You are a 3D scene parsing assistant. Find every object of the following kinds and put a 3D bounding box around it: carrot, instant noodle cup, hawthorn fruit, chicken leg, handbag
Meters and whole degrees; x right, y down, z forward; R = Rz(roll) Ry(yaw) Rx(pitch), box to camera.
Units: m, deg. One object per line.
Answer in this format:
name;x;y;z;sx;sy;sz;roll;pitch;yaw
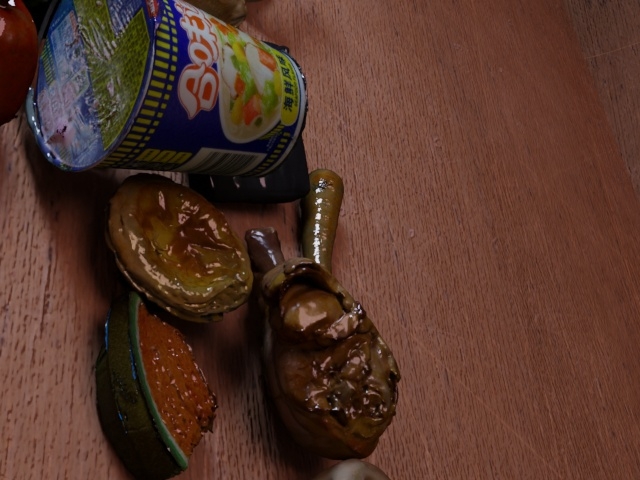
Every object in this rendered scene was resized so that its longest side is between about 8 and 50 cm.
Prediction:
carrot;0.000;0.000;1.783;0.078;0.078;0.298;32;41;-31
instant noodle cup;-0.189;-0.203;1.455;0.312;0.284;0.284;10;51;-46
hawthorn fruit;-0.428;-0.242;1.324;0.185;0.202;0.185;32;30;-21
chicken leg;-0.024;0.096;1.504;0.295;0.182;0.409;71;-4;-47
handbag;-0.130;-0.192;1.718;0.244;0.088;0.275;-2;84;-49

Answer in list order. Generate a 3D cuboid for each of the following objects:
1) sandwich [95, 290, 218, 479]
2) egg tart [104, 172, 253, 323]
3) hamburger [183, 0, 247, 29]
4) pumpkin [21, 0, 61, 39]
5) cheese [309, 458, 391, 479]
sandwich;-0.213;0.178;1.321;0.235;0.079;0.159;63;22;10
egg tart;-0.200;0.019;1.458;0.241;0.106;0.241;32;34;-25
hamburger;-0.219;-0.384;1.735;0.213;0.213;0.108;34;29;-28
pumpkin;-0.413;-0.388;1.491;0.220;0.161;0.221;-4;90;-86
cheese;0.047;0.402;1.394;0.235;0.117;0.218;-17;74;-58
